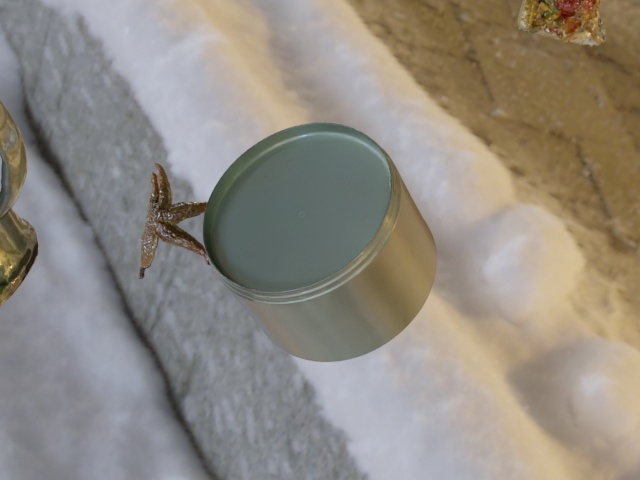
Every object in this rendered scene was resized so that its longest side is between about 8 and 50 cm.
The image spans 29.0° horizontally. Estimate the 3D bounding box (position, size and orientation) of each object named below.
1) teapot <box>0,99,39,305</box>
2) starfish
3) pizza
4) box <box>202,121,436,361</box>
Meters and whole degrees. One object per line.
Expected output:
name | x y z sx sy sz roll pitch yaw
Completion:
teapot | -0.353 -0.065 0.992 0.270 0.337 0.200 -9 36 26
starfish | -0.182 -0.010 1.432 0.133 0.130 0.041 36 6 26
pizza | 0.193 -0.177 0.923 0.078 0.083 0.025 35 -7 -17
box | 0.000 0.000 1.361 0.226 0.149 0.226 -12 53 17
